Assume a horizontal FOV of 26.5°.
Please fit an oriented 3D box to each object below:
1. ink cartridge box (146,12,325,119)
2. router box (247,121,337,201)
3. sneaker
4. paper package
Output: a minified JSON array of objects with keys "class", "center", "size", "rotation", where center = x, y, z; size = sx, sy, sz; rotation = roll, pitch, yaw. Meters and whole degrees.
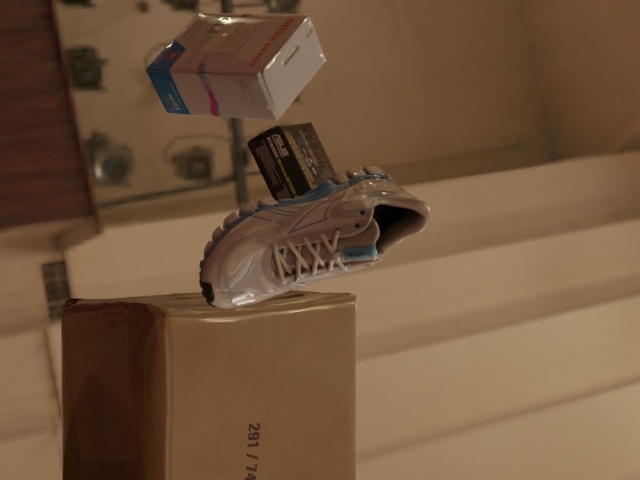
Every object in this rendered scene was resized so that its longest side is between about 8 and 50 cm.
[{"class":"ink cartridge box","center":[-0.071,-0.149,1.151],"size":[0.122,0.088,0.052],"rotation":[6,-44,35]},{"class":"router box","center":[-0.012,-0.046,1.243],"size":[0.038,0.092,0.122],"rotation":[-27,-92,18]},{"class":"sneaker","center":[0.000,0.000,1.000],"size":[0.083,0.190,0.071],"rotation":[25,-44,51]},{"class":"paper package","center":[-0.111,0.216,1.444],"size":[0.168,0.309,0.325],"rotation":[2,-87,42]}]
